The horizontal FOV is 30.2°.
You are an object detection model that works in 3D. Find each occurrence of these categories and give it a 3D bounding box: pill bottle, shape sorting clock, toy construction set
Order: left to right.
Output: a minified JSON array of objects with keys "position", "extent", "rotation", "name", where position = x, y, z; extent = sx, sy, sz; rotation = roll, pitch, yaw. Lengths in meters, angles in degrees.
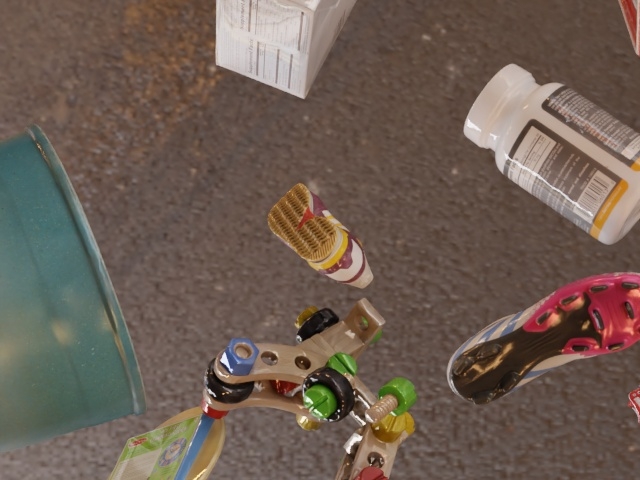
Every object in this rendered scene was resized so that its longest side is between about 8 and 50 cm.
[{"position":[-0.189,0.275,1.378],"extent":[0.206,0.040,0.206],"rotation":[-35,26,19],"name":"shape sorting clock"},{"position":[0.021,0.216,1.379],"extent":[0.257,0.237,0.308],"rotation":[22,124,29],"name":"toy construction set"},{"position":[0.360,-0.132,1.745],"extent":[0.278,0.162,0.162],"rotation":[38,110,18],"name":"pill bottle"}]

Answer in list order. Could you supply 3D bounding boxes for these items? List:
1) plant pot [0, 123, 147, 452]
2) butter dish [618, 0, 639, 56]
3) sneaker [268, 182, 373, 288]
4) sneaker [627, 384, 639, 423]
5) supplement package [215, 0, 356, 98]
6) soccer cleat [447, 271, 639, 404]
[{"position":[-0.316,0.071,1.010],"extent":[0.271,0.255,0.271],"rotation":[57,160,33],"name":"plant pot"},{"position":[0.308,-0.230,0.969],"extent":[0.118,0.160,0.159],"rotation":[-7,46,7],"name":"butter dish"},{"position":[0.000,0.000,1.372],"extent":[0.069,0.084,0.185],"rotation":[-45,30,6],"name":"sneaker"},{"position":[0.412,0.172,1.467],"extent":[0.067,0.042,0.118],"rotation":[-6,65,17],"name":"sneaker"},{"position":[-0.031,-0.377,1.683],"extent":[0.145,0.204,0.261],"rotation":[23,62,7],"name":"supplement package"},{"position":[0.329,0.124,1.697],"extent":[0.331,0.143,0.116],"rotation":[-26,98,15],"name":"soccer cleat"}]
